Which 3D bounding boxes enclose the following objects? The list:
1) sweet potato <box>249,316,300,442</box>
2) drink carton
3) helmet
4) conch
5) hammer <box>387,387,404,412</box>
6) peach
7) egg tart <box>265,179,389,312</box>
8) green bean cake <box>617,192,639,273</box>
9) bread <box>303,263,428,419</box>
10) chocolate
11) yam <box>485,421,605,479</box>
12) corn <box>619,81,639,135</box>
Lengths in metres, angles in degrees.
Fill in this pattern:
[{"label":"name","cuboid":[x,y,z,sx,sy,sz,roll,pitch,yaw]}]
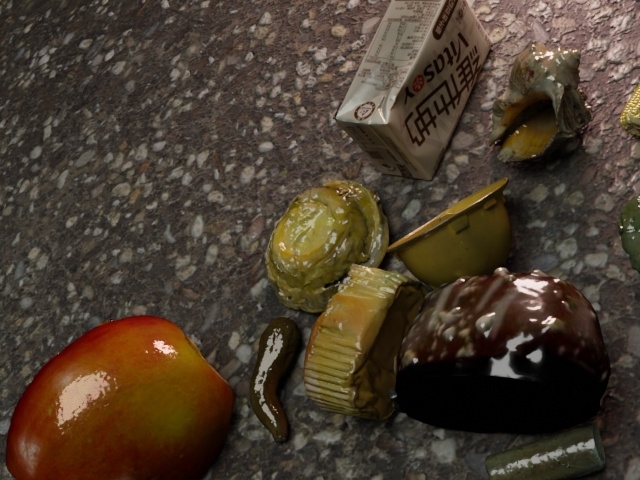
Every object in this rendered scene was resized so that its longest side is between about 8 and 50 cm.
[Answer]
[{"label":"sweet potato","cuboid":[-0.085,0.243,1.716,0.081,0.062,0.233,-9,61,28]},{"label":"drink carton","cuboid":[0.181,-0.301,1.787,0.132,0.194,0.325,13,70,41]},{"label":"helmet","cuboid":[0.238,0.012,1.583,0.205,0.257,0.140,-29,89,46]},{"label":"conch","cuboid":[0.370,-0.223,1.644,0.245,0.163,0.178,-47,21,42]},{"label":"hammer","cuboid":[0.170,0.194,1.577,0.021,0.078,0.201,11,58,36]},{"label":"peach","cuboid":[-0.354,0.323,1.693,0.380,0.306,0.242,-44,40,-4]},{"label":"egg tart","cuboid":[0.000,0.000,1.788,0.278,0.095,0.279,-16,56,26]},{"label":"green bean cake","cuboid":[0.564,-0.005,1.392,0.227,0.125,0.223,-39,47,14]},{"label":"bread","cuboid":[0.074,0.167,1.575,0.133,0.179,0.250,8,67,42]},{"label":"chocolate","cuboid":[0.264,0.151,1.421,0.340,0.225,0.210,-17,47,48]},{"label":"yam","cuboid":[0.325,0.318,1.383,0.169,0.068,0.068,-24,51,21]},{"label":"corn","cuboid":[0.560,-0.245,1.585,0.165,0.063,0.085,-59,24,-13]}]
